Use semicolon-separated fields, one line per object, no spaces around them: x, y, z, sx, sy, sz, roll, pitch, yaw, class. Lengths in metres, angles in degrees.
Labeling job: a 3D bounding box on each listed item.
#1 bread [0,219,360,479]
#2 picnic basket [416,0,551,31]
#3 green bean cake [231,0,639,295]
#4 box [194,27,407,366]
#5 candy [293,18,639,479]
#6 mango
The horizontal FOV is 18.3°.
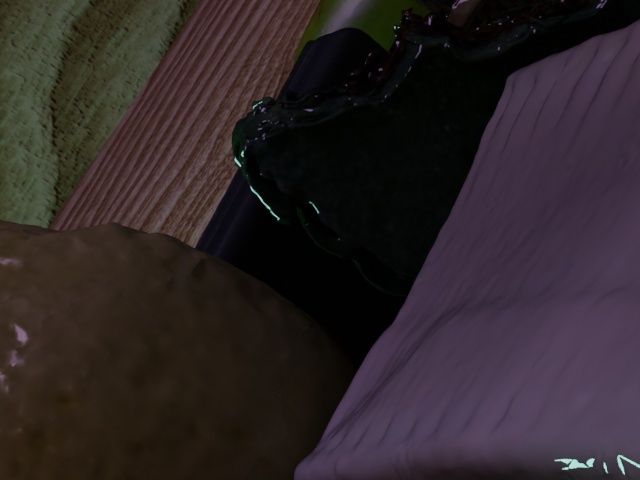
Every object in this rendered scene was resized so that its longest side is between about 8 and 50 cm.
-0.104;0.143;0.891;0.237;0.320;0.320;-48;9;-27;bread
0.137;-0.204;1.266;0.165;0.139;0.267;-51;14;14;picnic basket
0.083;-0.064;1.012;0.208;0.193;0.107;-53;8;4;green bean cake
0.017;0.001;1.136;0.050;0.160;0.230;-28;29;50;box
0.141;0.030;0.667;0.208;0.145;0.358;-60;15;-17;candy
0.038;-0.146;1.551;0.233;0.111;0.125;-63;-2;23;mango
